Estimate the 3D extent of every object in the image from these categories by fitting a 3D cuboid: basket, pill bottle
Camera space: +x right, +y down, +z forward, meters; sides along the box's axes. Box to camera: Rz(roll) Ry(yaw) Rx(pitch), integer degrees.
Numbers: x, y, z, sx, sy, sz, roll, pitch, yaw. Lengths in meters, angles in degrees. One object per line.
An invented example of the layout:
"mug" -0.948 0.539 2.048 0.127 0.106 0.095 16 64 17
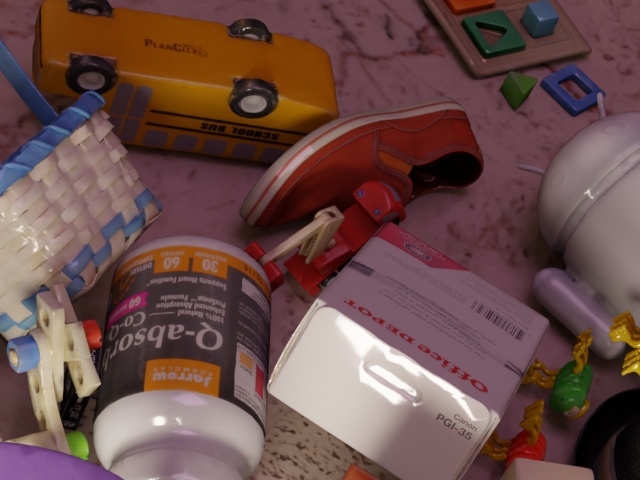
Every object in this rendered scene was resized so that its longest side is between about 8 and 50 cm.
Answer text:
"basket" -0.317 -0.065 1.897 0.289 0.201 0.255 54 37 -8
"pill bottle" -0.130 0.145 1.851 0.162 0.162 0.278 12 48 -13

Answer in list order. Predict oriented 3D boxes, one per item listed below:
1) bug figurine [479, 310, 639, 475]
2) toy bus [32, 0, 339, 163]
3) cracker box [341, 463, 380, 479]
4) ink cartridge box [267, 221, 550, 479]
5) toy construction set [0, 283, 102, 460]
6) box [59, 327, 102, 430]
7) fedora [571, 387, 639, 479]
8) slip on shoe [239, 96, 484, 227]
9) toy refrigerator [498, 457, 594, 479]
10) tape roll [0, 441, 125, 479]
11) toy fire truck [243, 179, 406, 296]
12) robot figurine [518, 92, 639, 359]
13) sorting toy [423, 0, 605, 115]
"bug figurine" 0.291 0.152 1.988 0.072 0.279 0.216 51 31 -12
"toy bus" -0.149 -0.170 2.131 0.332 0.130 0.108 7 50 -17
"cracker box" 0.046 0.316 1.727 0.155 0.232 0.067 30 48 4
"ink cartridge box" 0.091 0.112 1.929 0.207 0.117 0.283 33 22 5
"toy construction set" -0.334 0.176 1.752 0.327 0.151 0.215 -22 60 -18
"box" -0.230 0.132 1.873 0.018 0.083 0.067 13 49 -14
"fedora" 0.429 0.252 1.996 0.334 0.152 0.334 11 49 -13
"slip on shoe" 0.053 -0.073 2.148 0.331 0.123 0.101 -18 64 -39
"toy refrigerator" 0.222 0.351 1.861 0.094 0.102 0.269 10 48 -15
"tape roll" -0.265 0.277 1.604 0.275 0.275 0.090 12 47 -13
"toy fire truck" 0.000 0.000 2.033 0.192 0.135 0.047 -40 71 -2
"robot figurine" 0.378 -0.001 2.157 0.300 0.200 0.353 -37 70 -10
"sorting toy" 0.227 -0.295 2.451 0.196 0.047 0.348 -13 57 -31
